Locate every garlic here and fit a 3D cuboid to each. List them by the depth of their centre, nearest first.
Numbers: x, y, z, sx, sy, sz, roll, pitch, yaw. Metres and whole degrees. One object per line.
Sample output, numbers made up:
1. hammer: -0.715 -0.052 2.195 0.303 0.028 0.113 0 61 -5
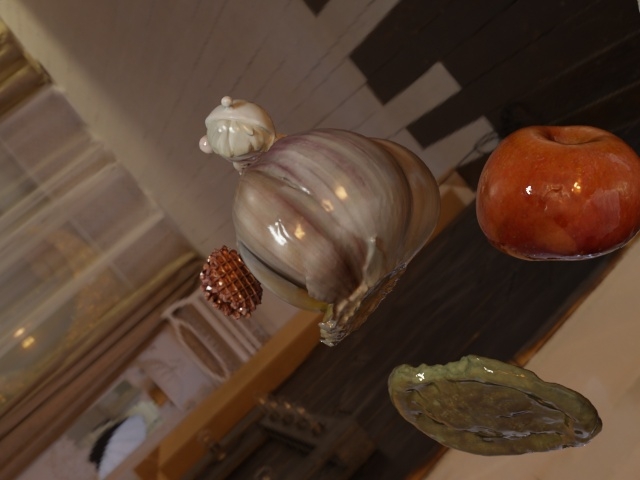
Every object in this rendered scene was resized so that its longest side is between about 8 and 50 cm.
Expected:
1. garlic: 0.000 0.000 0.803 0.207 0.207 0.256 52 161 -13

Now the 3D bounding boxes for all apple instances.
1. apple: 0.382 -0.076 1.315 0.251 0.271 0.207 -109 18 -77

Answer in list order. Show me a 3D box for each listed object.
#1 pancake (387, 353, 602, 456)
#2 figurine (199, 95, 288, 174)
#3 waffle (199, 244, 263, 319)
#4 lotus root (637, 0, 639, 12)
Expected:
1. pancake: 0.185 0.190 0.916 0.236 0.042 0.222 -2 141 30
2. figurine: -0.131 -0.195 1.607 0.181 0.145 0.256 33 178 16
3. waffle: -0.097 0.048 0.904 0.075 0.083 0.029 31 130 -27
4. lotus root: 0.720 -0.416 1.608 0.167 0.078 0.330 -6 101 50
